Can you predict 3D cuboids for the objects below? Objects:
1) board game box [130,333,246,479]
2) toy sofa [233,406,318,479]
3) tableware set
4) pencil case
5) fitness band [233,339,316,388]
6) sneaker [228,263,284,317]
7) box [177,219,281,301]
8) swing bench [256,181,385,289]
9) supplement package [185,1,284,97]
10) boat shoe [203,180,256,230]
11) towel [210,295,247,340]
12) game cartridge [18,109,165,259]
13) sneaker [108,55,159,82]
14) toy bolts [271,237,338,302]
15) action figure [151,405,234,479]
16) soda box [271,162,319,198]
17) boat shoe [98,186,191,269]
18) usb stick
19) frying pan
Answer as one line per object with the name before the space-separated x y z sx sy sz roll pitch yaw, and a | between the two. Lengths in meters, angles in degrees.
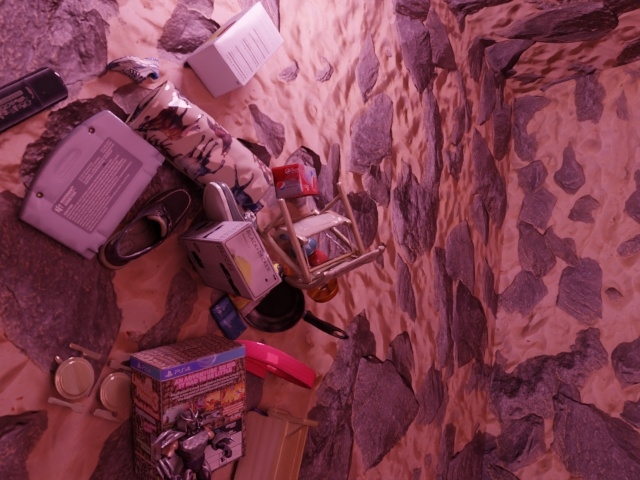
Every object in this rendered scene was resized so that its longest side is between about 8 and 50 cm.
board game box | -0.311 0.399 1.175 0.232 0.141 0.290 -5 98 -48
toy sofa | -0.140 0.663 1.378 0.150 0.177 0.362 54 45 -61
tableware set | -0.503 0.322 1.086 0.194 0.039 0.128 42 44 -43
pencil case | -0.310 -0.223 1.272 0.410 0.160 0.183 40 71 -37
fitness band | -0.141 0.342 1.347 0.291 0.209 0.054 40 59 -39
sneaker | -0.181 0.122 1.330 0.094 0.208 0.081 46 28 0
box | -0.234 0.041 1.220 0.087 0.290 0.169 -36 113 -29
swing bench | 0.000 0.000 1.396 0.253 0.165 0.254 -20 74 -43
supplement package | -0.240 -0.545 1.406 0.134 0.139 0.244 53 50 -31
boat shoe | -0.224 -0.039 1.319 0.099 0.116 0.319 -38 138 -27
towel | -0.256 0.220 1.372 0.067 0.029 0.119 -44 117 -40
game cartridge | -0.504 -0.129 1.083 0.196 0.060 0.294 44 71 -39
sneaker | -0.457 -0.423 1.221 0.135 0.052 0.058 -19 103 -46
toy bolts | -0.054 0.070 1.487 0.158 0.218 0.228 60 37 -38
action figure | -0.268 0.493 1.056 0.185 0.099 0.284 -7 97 -42
soda box | -0.071 -0.178 1.493 0.263 0.084 0.092 -31 112 -79
boat shoe | -0.405 -0.035 1.195 0.285 0.092 0.102 -49 120 -39
usb stick | -0.644 -0.271 1.003 0.278 0.045 0.077 -51 128 -38
frying pan | -0.076 0.176 1.407 0.053 0.326 0.197 -78 171 -71
